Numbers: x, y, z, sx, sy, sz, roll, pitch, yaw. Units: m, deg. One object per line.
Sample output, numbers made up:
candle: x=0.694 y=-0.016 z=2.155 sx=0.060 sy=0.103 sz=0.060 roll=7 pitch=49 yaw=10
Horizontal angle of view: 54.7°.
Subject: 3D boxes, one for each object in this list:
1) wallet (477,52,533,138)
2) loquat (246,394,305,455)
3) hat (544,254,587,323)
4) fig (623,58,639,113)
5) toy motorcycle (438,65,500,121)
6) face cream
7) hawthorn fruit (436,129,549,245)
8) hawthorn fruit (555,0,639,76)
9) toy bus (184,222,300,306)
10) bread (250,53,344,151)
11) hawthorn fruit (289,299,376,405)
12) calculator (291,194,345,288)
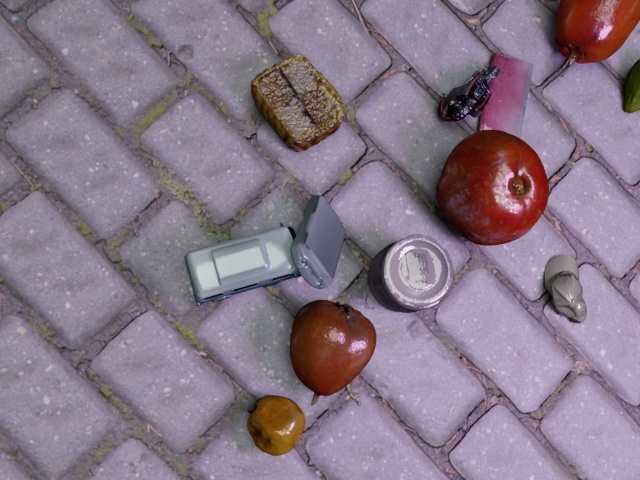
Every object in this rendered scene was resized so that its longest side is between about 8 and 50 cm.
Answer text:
wallet: x=0.499 y=-0.385 z=1.668 sx=0.119 sy=0.025 sz=0.232 roll=15 pitch=80 yaw=-7
loquat: x=-0.102 y=0.416 z=1.410 sx=0.137 sy=0.113 sz=0.137 roll=-2 pitch=79 yaw=13
hat: x=0.646 y=0.121 z=1.595 sx=0.122 sy=0.081 sz=0.166 roll=15 pitch=70 yaw=-9
fig: x=0.897 y=-0.422 z=1.708 sx=0.123 sy=0.123 sz=0.156 roll=26 pitch=117 yaw=-4
toy motorcycle: x=0.385 y=-0.376 z=1.615 sx=0.213 sy=0.122 sz=0.082 roll=-50 pitch=115 yaw=-25
face cream: x=0.215 y=0.084 z=1.488 sx=0.177 sy=0.153 sz=0.177 roll=2 pitch=80 yaw=-10
hawthorn fruit: x=0.422 y=-0.126 z=1.507 sx=0.284 sy=0.284 sz=0.285 roll=1 pitch=81 yaw=-9
hawthorn fruit: x=0.721 y=-0.566 z=1.649 sx=0.211 sy=0.211 sz=0.299 roll=26 pitch=92 yaw=-5
toy bus: x=-0.169 y=0.052 z=1.424 sx=0.271 sy=0.165 sz=0.133 roll=-16 pitch=84 yaw=-11
bread: x=-0.056 y=-0.342 z=1.537 sx=0.181 sy=0.096 sz=0.222 roll=-36 pitch=87 yaw=-12
hawthorn fruit: x=0.016 y=0.264 z=1.422 sx=0.199 sy=0.199 sz=0.251 roll=17 pitch=93 yaw=-6
calculator: x=0.000 y=0.000 z=1.447 sx=0.141 sy=0.045 sz=0.246 roll=55 pitch=34 yaw=-31
